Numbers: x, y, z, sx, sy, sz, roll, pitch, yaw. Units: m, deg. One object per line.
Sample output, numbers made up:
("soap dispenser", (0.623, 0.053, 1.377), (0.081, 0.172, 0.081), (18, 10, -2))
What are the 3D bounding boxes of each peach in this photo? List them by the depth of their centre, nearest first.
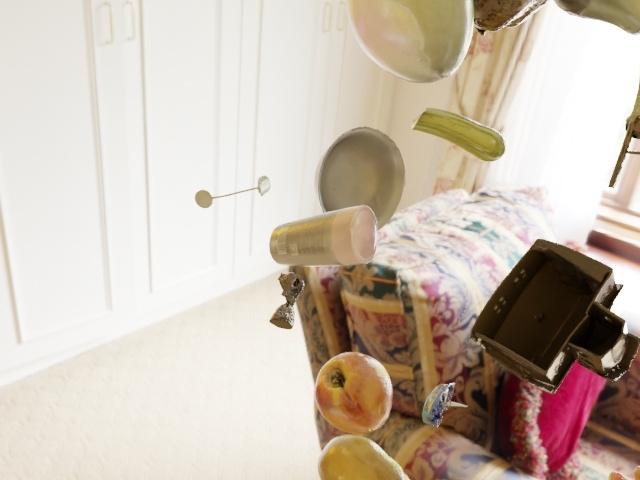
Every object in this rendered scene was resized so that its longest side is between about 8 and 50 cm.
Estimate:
("peach", (0.112, 0.566, 1.411), (0.251, 0.251, 0.153), (28, 72, 37))
("peach", (0.114, 0.486, 1.881), (0.238, 0.281, 0.281), (-36, 28, 8))

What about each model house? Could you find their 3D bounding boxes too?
("model house", (0.407, 0.152, 0.981), (0.204, 0.211, 0.243), (33, -5, 37))

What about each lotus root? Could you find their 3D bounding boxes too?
("lotus root", (0.394, -0.536, 1.194), (0.152, 0.160, 0.275), (-5, -15, -26))

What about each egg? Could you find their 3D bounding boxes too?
("egg", (0.136, -0.336, 0.881), (0.183, 0.183, 0.217), (-13, 73, -33))

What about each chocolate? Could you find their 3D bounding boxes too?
("chocolate", (-0.081, 0.141, 1.462), (0.072, 0.070, 0.147), (5, 64, 7))

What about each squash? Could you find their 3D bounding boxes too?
("squash", (0.356, -0.272, 1.513), (0.250, 0.083, 0.083), (22, 26, -6))

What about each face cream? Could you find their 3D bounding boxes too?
("face cream", (0.000, 0.000, 1.155), (0.073, 0.107, 0.269), (4, -8, -37))

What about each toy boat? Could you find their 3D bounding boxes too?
("toy boat", (0.380, 0.483, 1.767), (0.110, 0.091, 0.175), (9, 31, 29))

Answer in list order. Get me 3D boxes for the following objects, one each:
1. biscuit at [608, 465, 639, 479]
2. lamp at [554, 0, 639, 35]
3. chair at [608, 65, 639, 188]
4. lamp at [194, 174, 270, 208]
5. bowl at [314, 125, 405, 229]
("biscuit", (0.851, 0.675, 1.553), (0.250, 0.036, 0.165), (12, 63, -26))
("lamp", (0.640, -0.549, 1.326), (0.314, 0.182, 0.182), (38, 24, -11))
("chair", (0.730, -0.243, 1.218), (0.160, 0.319, 0.186), (11, 5, -28))
("lamp", (-0.226, -0.123, 1.522), (0.198, 0.050, 0.056), (-8, 25, 17))
("bowl", (0.094, -0.191, 1.912), (0.345, 0.345, 0.157), (-11, 16, -31))
